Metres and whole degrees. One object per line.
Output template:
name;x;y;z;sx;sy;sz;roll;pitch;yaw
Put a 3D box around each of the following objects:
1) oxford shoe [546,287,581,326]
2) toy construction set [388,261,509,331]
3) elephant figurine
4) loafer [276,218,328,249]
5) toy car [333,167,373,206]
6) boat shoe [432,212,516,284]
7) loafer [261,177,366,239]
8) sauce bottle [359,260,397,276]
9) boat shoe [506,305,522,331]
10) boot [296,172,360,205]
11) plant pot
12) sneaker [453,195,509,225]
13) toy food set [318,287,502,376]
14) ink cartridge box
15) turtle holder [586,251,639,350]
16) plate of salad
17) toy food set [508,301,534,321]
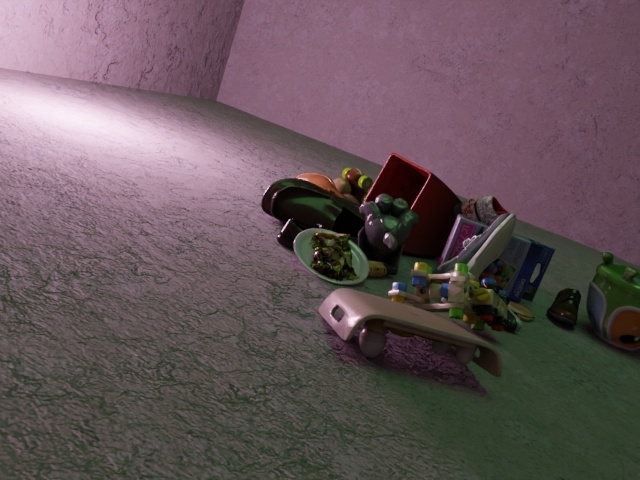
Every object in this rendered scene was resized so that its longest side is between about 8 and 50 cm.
oxford shoe;0.717;0.186;1.850;0.082;0.096;0.227;24;17;11
toy construction set;0.314;0.133;1.464;0.214;0.151;0.327;-1;-5;29
elephant figurine;0.169;0.007;1.742;0.186;0.240;0.169;-27;59;-35
loafer;0.000;0.000;1.641;0.219;0.079;0.080;15;15;-15
toy car;0.084;-0.179;2.385;0.188;0.149;0.155;-20;27;-20
boat shoe;0.426;0.023;1.746;0.099;0.319;0.116;29;-27;34
loafer;0.005;-0.085;1.846;0.365;0.134;0.130;11;16;-28
sauce bottle;0.149;0.074;1.635;0.128;0.042;0.042;4;21;-40
boat shoe;0.460;0.185;1.620;0.040;0.049;0.142;12;18;-23
boot;-0.026;-0.148;2.142;0.283;0.109;0.220;35;24;26
plant pot;0.313;-0.092;2.059;0.235;0.268;0.267;24;11;-29
sneaker;0.517;-0.005;1.926;0.144;0.270;0.090;-18;8;37
toy food set;0.164;0.184;1.212;0.305;0.093;0.219;17;3;-14
ink cartridge box;0.518;0.061;1.864;0.310;0.186;0.065;19;14;-3
turtle holder;0.871;0.172;1.831;0.243;0.228;0.320;12;16;-23
plate of salad;0.032;0.030;1.543;0.199;0.048;0.200;17;36;-13
toy food set;0.551;0.195;1.748;0.083;0.020;0.082;28;17;32
